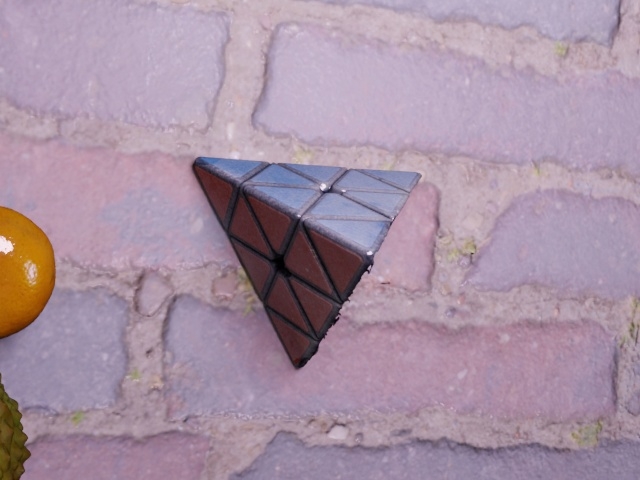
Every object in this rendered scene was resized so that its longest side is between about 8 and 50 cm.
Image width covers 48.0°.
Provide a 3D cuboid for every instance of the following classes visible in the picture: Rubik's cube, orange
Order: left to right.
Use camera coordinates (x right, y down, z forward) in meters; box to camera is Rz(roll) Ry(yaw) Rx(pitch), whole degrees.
[{"bbox_3d":[-0.377,0.035,0.800,0.156,0.124,0.156,-9,108,-29],"label":"orange"},{"bbox_3d":[-0.001,0.001,0.890,0.229,0.228,0.233,-20,58,23],"label":"Rubik's cube"}]

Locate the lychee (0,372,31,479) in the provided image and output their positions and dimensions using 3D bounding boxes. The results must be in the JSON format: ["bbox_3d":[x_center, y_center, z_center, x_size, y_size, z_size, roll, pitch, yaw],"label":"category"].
[{"bbox_3d":[-0.445,0.237,0.729,0.270,0.270,0.320,11,88,-16],"label":"lychee"}]
